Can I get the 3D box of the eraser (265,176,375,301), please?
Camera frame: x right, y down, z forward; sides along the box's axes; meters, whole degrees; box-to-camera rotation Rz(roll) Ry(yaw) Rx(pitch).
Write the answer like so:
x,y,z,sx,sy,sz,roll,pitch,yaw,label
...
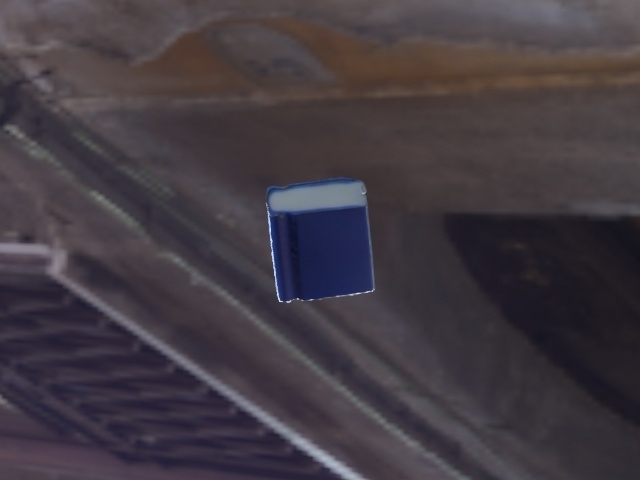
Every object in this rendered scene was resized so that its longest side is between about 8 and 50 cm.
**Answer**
x,y,z,sx,sy,sz,roll,pitch,yaw,label
0.000,0.000,1.215,0.085,0.063,0.027,84,180,-49,eraser
